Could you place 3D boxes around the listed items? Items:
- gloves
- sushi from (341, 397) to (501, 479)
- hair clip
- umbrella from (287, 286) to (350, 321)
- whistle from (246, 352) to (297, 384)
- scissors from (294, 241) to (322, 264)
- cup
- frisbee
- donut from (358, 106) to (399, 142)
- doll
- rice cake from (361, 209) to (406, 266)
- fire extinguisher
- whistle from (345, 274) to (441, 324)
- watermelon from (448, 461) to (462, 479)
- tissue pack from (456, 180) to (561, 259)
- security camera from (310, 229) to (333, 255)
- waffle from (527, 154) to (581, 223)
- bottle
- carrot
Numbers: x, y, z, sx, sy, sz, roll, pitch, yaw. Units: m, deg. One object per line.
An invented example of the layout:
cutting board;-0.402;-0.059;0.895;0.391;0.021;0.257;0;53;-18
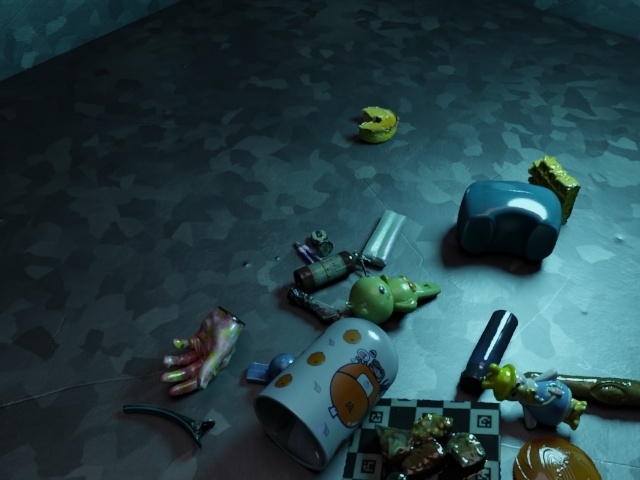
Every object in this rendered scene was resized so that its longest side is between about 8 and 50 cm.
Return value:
gloves;-0.291;0.287;1.531;0.145;0.126;0.241;32;82;21
sushi;0.207;0.479;1.307;0.343;0.064;0.359;-3;44;20
hair clip;-0.364;0.422;1.453;0.229;0.039;0.070;13;46;19
umbrella;-0.009;0.186;1.677;0.188;0.046;0.050;26;69;20
whistle;-0.106;0.319;1.515;0.158;0.090;0.090;7;46;6
scissors;-0.041;0.036;1.843;0.039;0.012;0.113;-28;52;-25
cup;0.027;0.333;1.415;0.212;0.212;0.317;29;51;26
frisbee;0.528;0.519;1.354;0.192;0.035;0.192;1;45;-1
donut;0.215;-0.423;2.257;0.146;0.078;0.181;7;39;5
doll;0.497;0.362;1.442;0.241;0.135;0.099;23;34;-1
rice cake;0.198;-0.009;1.869;0.080;0.042;0.222;16;47;17
fire extinguisher;0.044;0.091;1.758;0.231;0.071;0.099;-19;74;-20
whistle;0.198;0.138;1.661;0.294;0.141;0.141;-20;49;-20
watermelon;0.331;0.494;1.367;0.119;0.063;0.245;7;40;-7
tissue pack;0.556;-0.073;1.822;0.287;0.198;0.206;4;47;7
security camera;0.000;0.000;1.858;0.058;0.058;0.092;-15;39;-14
waffle;0.731;-0.177;1.953;0.055;0.160;0.211;-11;47;-11
bottle;0.428;0.282;1.562;0.082;0.072;0.244;-9;31;44
carrot;0.651;0.359;1.493;0.342;0.070;0.070;5;46;7
